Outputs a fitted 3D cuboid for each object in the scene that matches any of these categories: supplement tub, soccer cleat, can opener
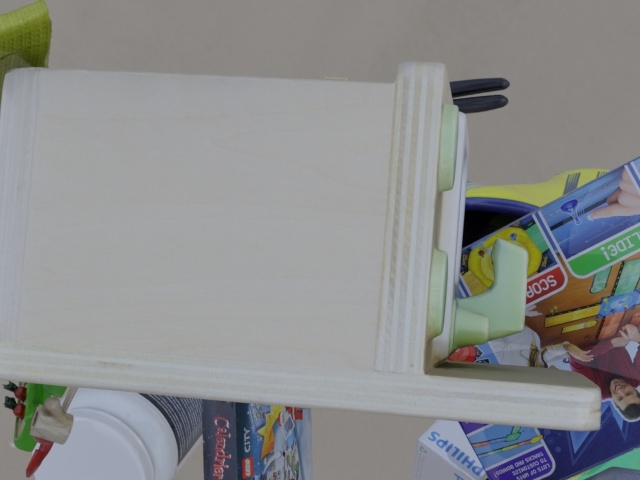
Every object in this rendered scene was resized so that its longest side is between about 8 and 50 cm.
[{"bbox_3d":[-0.268,0.262,1.625,0.191,0.191,0.272,15,23,11],"label":"supplement tub"},{"bbox_3d":[0.163,-0.001,0.838,0.289,0.121,0.093,-3,103,-31],"label":"soccer cleat"},{"bbox_3d":[0.158,-0.181,1.484,0.186,0.073,0.059,-13,70,30],"label":"can opener"}]

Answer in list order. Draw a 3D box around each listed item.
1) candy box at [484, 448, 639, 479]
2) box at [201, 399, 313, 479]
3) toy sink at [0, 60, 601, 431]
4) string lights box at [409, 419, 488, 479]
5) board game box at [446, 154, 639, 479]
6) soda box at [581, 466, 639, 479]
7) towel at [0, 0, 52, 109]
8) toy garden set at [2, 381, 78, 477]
[{"bbox_3d":[0.252,0.310,0.904,0.268,0.122,0.317,-28,84,-34],"label":"candy box"},{"bbox_3d":[-0.065,0.235,1.241,0.044,0.159,0.233,-2,89,29],"label":"box"},{"bbox_3d":[0.000,0.000,0.488,0.234,0.153,0.131,4,87,10],"label":"toy sink"},{"bbox_3d":[0.203,0.177,1.193,0.076,0.133,0.259,35,57,24],"label":"string lights box"},{"bbox_3d":[0.154,0.038,0.600,0.201,0.035,0.136,-28,88,18],"label":"board game box"},{"bbox_3d":[0.078,0.178,0.458,0.286,0.091,0.098,-10,94,-41],"label":"soda box"},{"bbox_3d":[-0.214,-0.026,0.432,0.237,0.102,0.021,-24,84,-20],"label":"towel"},{"bbox_3d":[-0.231,0.089,1.017,0.049,0.244,0.204,22,22,-22],"label":"toy garden set"}]
